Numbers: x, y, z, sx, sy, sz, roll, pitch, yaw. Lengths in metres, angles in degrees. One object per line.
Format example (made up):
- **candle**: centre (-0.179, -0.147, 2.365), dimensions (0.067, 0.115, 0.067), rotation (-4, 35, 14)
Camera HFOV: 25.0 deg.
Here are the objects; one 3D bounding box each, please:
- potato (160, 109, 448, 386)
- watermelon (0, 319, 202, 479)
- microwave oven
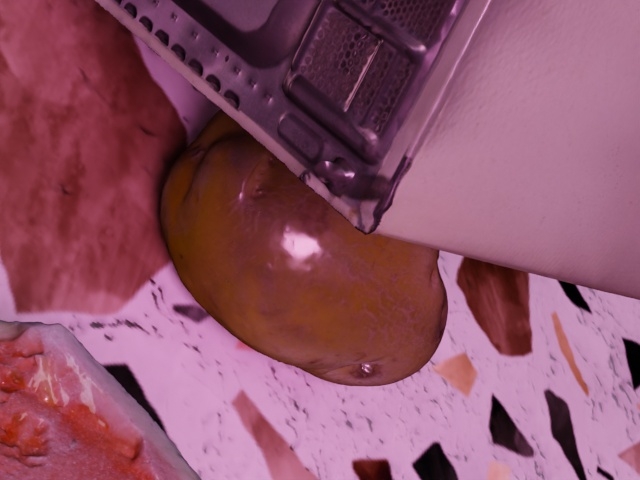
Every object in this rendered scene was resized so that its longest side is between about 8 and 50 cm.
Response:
- **potato**: centre (-0.004, 0.002, 0.897), dimensions (0.200, 0.137, 0.154), rotation (35, 17, -30)
- **watermelon**: centre (-0.172, 0.127, 0.605), dimensions (0.305, 0.180, 0.224), rotation (21, 74, -28)
- **microwave oven**: centre (0.072, -0.174, 0.829), dimensions (0.333, 0.247, 0.394), rotation (14, 20, -44)
